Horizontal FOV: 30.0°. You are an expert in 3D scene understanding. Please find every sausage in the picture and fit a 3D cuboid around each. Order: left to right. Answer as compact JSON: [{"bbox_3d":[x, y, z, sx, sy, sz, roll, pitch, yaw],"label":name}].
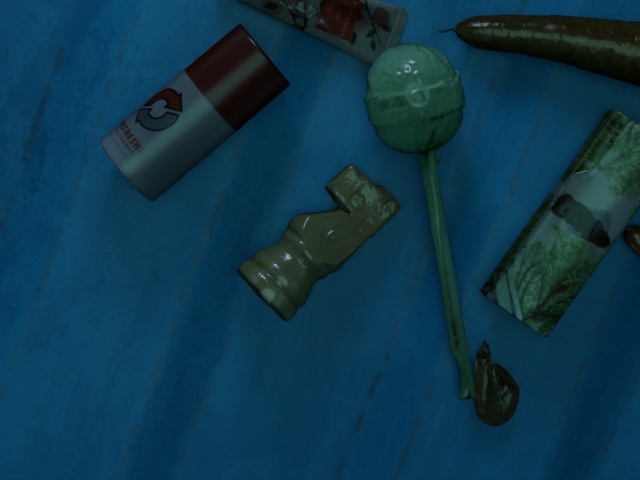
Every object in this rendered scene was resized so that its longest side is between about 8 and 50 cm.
[{"bbox_3d":[0.409,0.016,1.463,0.107,0.031,0.031,39,95,-6],"label":"sausage"}]

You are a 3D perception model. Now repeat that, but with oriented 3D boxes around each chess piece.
[{"bbox_3d":[0.000,0.000,1.437,0.200,0.090,0.090,-43,96,-7],"label":"chess piece"}]

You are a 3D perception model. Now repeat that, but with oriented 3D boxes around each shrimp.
[{"bbox_3d":[0.219,0.178,1.487,0.059,0.023,0.108,-2,97,-10],"label":"shrimp"}]

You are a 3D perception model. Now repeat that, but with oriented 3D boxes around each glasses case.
[{"bbox_3d":[0.311,-0.020,1.441,0.095,0.062,0.272,33,95,-5],"label":"glasses case"}]

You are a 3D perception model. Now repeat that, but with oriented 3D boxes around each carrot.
[{"bbox_3d":[0.280,-0.236,1.412,0.298,0.078,0.078,8,97,1],"label":"carrot"}]

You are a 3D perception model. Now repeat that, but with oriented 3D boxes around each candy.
[{"bbox_3d":[0.143,-0.017,1.426,0.119,0.119,0.440,-13,103,1],"label":"candy"}]

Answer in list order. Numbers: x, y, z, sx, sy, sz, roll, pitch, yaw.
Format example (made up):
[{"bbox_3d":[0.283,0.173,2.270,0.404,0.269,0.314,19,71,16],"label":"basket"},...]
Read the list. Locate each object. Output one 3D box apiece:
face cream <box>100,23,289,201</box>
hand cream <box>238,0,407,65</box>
[{"bbox_3d":[-0.146,-0.150,1.398,0.214,0.096,0.096,-40,96,4],"label":"face cream"},{"bbox_3d":[-0.014,-0.277,1.414,0.233,0.050,0.080,20,93,-10],"label":"hand cream"}]
